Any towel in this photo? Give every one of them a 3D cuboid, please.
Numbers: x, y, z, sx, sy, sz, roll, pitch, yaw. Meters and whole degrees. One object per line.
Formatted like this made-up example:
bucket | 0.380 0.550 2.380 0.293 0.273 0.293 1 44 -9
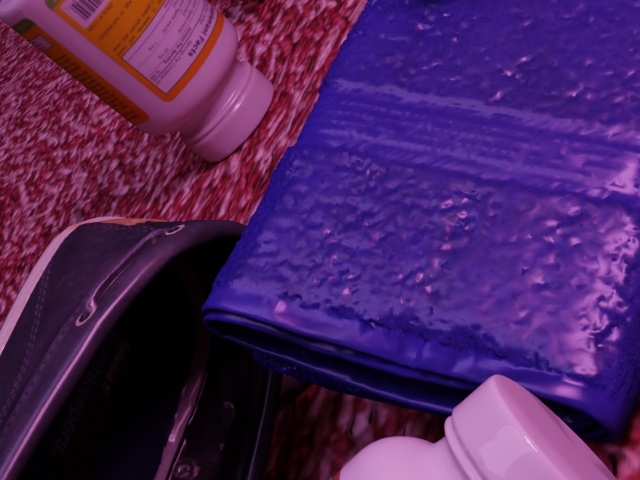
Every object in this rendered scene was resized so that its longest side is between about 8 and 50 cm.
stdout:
towel | 0.099 -0.047 0.662 0.227 0.076 0.308 14 63 27

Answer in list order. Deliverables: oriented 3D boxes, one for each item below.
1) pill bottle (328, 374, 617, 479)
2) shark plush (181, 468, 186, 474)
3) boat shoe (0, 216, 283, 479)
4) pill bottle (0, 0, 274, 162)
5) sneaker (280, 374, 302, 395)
pill bottle | 0.026 0.160 0.504 0.216 0.121 0.121 -46 25 12
shark plush | -0.099 0.138 0.840 0.067 0.073 0.161 -24 16 -12
boat shoe | -0.130 0.191 0.640 0.156 0.187 0.500 -17 46 40
pill bottle | -0.165 -0.186 1.166 0.136 0.245 0.136 -39 27 24
sneaker | 0.000 0.000 0.807 0.258 0.091 0.094 -47 25 9
